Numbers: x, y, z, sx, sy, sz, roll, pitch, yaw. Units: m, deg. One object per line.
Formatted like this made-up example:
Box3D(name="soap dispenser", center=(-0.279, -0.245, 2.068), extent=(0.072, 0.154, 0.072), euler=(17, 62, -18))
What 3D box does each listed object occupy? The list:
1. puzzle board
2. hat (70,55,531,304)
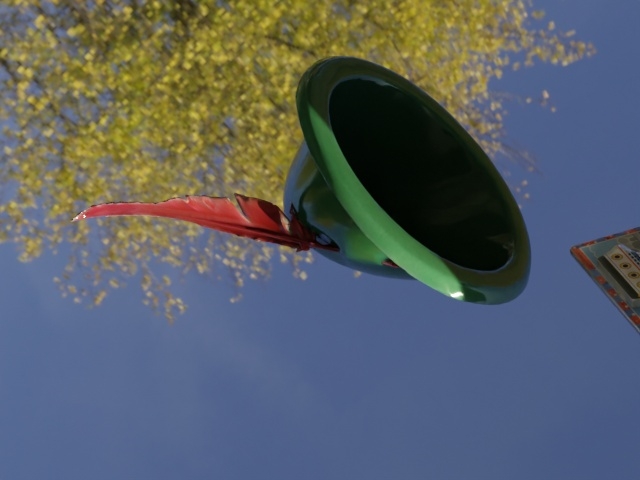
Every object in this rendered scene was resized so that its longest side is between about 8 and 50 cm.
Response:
Box3D(name="puzzle board", center=(0.194, 0.022, 0.484), extent=(0.096, 0.011, 0.128), euler=(-15, -147, -6))
Box3D(name="hat", center=(0.000, 0.000, 0.634), extent=(0.183, 0.173, 0.208), euler=(-44, -104, 34))
